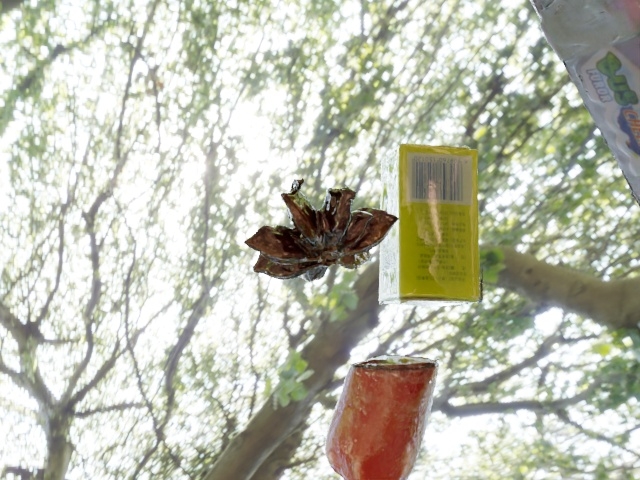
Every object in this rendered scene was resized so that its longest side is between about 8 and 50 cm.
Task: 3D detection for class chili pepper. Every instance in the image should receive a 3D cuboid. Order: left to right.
[{"bbox_3d":[0.048,0.189,0.796,0.086,0.084,0.192,16,-77,8],"label":"chili pepper"}]

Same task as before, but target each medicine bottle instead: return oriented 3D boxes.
[{"bbox_3d":[0.171,-0.019,1.359,0.141,0.137,0.250,4,-98,-12],"label":"medicine bottle"}]

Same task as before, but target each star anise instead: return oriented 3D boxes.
[{"bbox_3d":[0.000,0.000,0.904,0.167,0.168,0.057,3,-133,-18],"label":"star anise"}]

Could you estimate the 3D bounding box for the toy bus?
[{"bbox_3d":[0.265,-0.157,0.715,0.317,0.112,0.138,47,-124,-33],"label":"toy bus"}]
